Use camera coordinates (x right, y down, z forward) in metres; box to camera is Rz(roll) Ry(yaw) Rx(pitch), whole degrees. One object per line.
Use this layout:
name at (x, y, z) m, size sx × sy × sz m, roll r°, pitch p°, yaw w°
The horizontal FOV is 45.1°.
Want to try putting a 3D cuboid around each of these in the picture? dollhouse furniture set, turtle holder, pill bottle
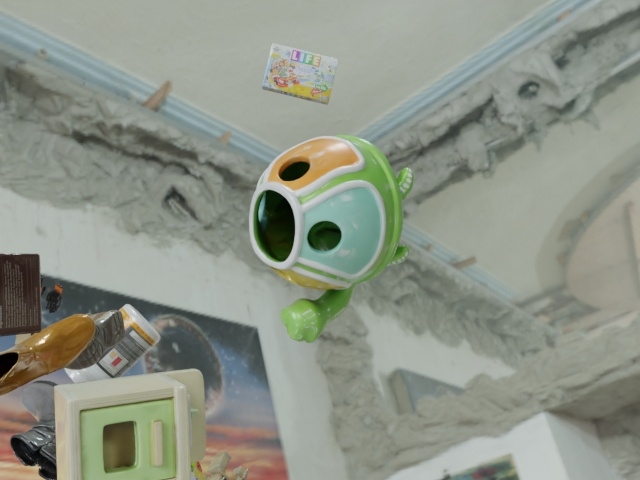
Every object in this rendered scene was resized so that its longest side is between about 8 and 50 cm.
dollhouse furniture set at (-0.201, 0.592, 1.868) m, size 0.161 × 0.182 × 0.101 m, roll -31°, pitch -75°, yaw 26°
turtle holder at (-0.009, -0.017, 1.285) m, size 0.227 × 0.243 × 0.320 m, roll -16°, pitch -35°, yaw -46°
pill bottle at (-0.656, 0.349, 2.429) m, size 0.278 × 0.162 × 0.162 m, roll -44°, pitch -28°, yaw -11°

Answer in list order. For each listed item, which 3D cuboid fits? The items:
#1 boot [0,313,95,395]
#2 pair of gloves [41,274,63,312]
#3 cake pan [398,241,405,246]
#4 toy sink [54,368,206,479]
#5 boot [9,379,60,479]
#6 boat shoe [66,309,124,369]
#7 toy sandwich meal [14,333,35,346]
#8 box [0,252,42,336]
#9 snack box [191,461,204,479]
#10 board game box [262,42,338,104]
boot at (-0.665, 0.266, 1.789) m, size 0.295 × 0.104 × 0.211 m, roll -36°, pitch -5°, yaw -13°
pair of gloves at (-0.622, 0.121, 1.745) m, size 0.074 × 0.083 × 0.010 m, roll -68°, pitch -14°, yaw 17°
cake pan at (0.108, 0.019, 2.300) m, size 0.293 × 0.054 × 0.293 m, roll -5°, pitch -15°, yaw -1°
toy sink at (-0.266, 0.287, 1.150) m, size 0.234 × 0.153 × 0.131 m, roll -2°, pitch 1°, yaw -28°
boot at (-0.761, 0.509, 2.109) m, size 0.222 × 0.338 × 0.118 m, roll -14°, pitch -56°, yaw -59°
boat shoe at (-0.652, 0.270, 2.091) m, size 0.116 × 0.123 × 0.324 m, roll 0°, pitch 6°, yaw 13°
toy sandwich meal at (-0.772, 0.268, 2.012) m, size 0.085 × 0.085 × 0.029 m, roll -18°, pitch -55°, yaw 5°
box at (-0.695, 0.111, 1.546) m, size 0.168 × 0.167 × 0.203 m, roll -4°, pitch -3°, yaw 31°
snack box at (-0.366, 0.636, 2.032) m, size 0.037 × 0.100 × 0.141 m, roll -29°, pitch -11°, yaw 30°
board game box at (-0.046, -0.374, 1.734) m, size 0.154 × 0.103 × 0.026 m, roll 13°, pitch -7°, yaw -4°
